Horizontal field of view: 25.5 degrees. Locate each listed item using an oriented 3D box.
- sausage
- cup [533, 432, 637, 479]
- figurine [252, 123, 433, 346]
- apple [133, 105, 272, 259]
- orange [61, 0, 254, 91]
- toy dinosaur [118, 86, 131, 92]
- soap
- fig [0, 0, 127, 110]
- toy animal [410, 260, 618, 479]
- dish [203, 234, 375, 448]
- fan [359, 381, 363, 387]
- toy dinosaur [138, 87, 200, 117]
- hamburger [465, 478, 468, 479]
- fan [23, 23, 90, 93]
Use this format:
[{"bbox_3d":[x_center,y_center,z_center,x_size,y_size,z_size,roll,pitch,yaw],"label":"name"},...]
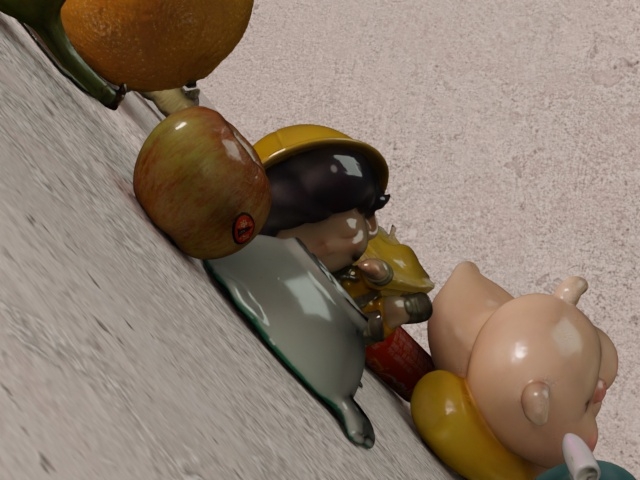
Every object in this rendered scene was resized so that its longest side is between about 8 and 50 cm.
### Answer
[{"bbox_3d":[0.077,0.132,1.865,0.074,0.074,0.274,51,3,42],"label":"sausage"},{"bbox_3d":[0.321,0.367,1.639,0.173,0.167,0.300,-107,-177,-62],"label":"cup"},{"bbox_3d":[-0.002,0.001,1.528,0.167,0.192,0.257,-28,-101,66],"label":"figurine"},{"bbox_3d":[-0.101,-0.049,1.190,0.126,0.102,0.126,53,6,-8],"label":"apple"},{"bbox_3d":[-0.200,-0.302,1.670,0.264,0.264,0.264,49,3,-3],"label":"orange"},{"bbox_3d":[-0.256,-0.216,1.777,0.083,0.030,0.047,49,3,19],"label":"toy dinosaur"},{"bbox_3d":[0.026,0.025,1.731,0.233,0.076,0.135,10,32,-48],"label":"soap"},{"bbox_3d":[-0.261,-0.241,1.301,0.151,0.151,0.259,-126,-161,-63],"label":"fig"},{"bbox_3d":[0.290,0.169,1.852,0.277,0.247,0.345,36,34,-15],"label":"toy animal"},{"bbox_3d":[-0.008,0.069,1.284,0.246,0.078,0.224,50,2,18],"label":"dish"},{"bbox_3d":[0.029,0.144,1.640,0.060,0.003,0.080,50,3,-5],"label":"fan"},{"bbox_3d":[-0.233,-0.214,1.998,0.251,0.072,0.200,38,-11,14],"label":"toy dinosaur"},{"bbox_3d":[0.213,0.305,1.897,0.076,0.044,0.083,30,24,-51],"label":"hamburger"},{"bbox_3d":[-0.303,-0.232,1.467,0.220,0.009,0.132,50,2,17],"label":"fan"}]
